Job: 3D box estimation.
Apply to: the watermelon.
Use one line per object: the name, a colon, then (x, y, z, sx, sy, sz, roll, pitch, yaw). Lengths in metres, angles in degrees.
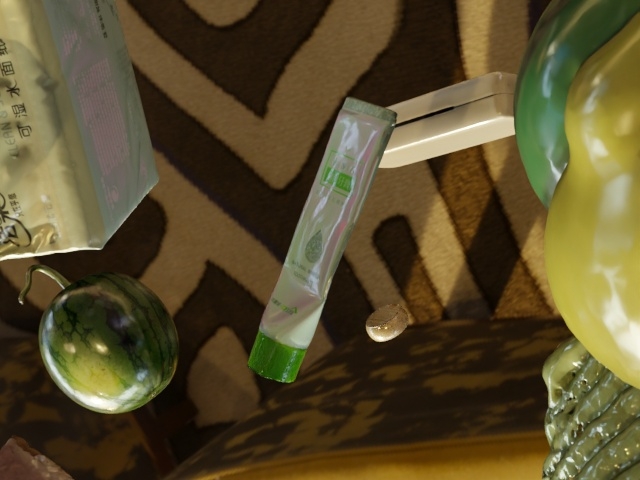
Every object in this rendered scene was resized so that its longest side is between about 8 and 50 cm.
watermelon: (-0.232, 0.090, 1.062, 0.140, 0.140, 0.187, -42, 84, 30)

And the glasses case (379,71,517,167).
glasses case: (0.196, -0.192, 1.668, 0.336, 0.144, 0.076, -13, 82, 42)

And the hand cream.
hand cream: (0.001, 0.000, 0.963, 0.079, 0.050, 0.275, 24, 97, 27)

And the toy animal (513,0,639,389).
toy animal: (0.195, -0.025, 0.497, 0.216, 0.338, 0.191, 22, 116, -16)

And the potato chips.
potato chips: (0.351, 0.230, 1.128, 0.097, 0.373, 0.389, 31, 144, -15)

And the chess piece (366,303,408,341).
chess piece: (0.126, 0.155, 1.924, 0.083, 0.084, 0.038, -22, 109, 31)

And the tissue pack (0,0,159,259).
tissue pack: (-0.384, -0.214, 1.375, 0.205, 0.332, 0.405, -10, 109, 7)

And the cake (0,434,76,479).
cake: (-0.260, 0.228, 0.638, 0.295, 0.116, 0.113, -35, 77, 17)
